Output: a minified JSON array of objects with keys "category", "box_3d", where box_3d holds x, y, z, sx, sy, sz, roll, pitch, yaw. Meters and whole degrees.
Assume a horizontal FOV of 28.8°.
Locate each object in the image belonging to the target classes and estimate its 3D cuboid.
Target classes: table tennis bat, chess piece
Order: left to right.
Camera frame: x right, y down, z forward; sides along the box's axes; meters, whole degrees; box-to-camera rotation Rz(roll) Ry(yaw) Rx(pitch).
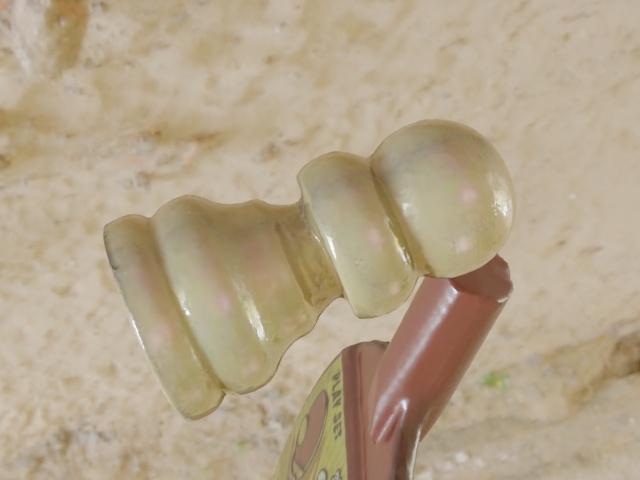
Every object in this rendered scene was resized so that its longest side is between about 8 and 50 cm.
[{"category":"chess piece","box_3d":[0.000,0.000,0.534,0.170,0.094,0.094,-26,152,-1]},{"category":"table tennis bat","box_3d":[0.020,0.170,0.844,0.051,0.268,0.415,17,125,-12]}]
